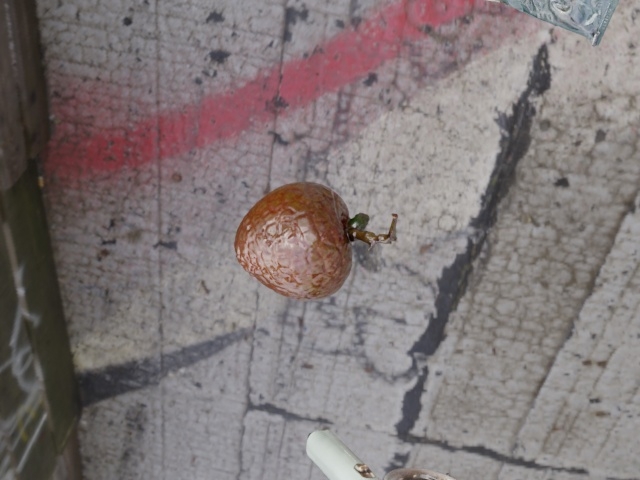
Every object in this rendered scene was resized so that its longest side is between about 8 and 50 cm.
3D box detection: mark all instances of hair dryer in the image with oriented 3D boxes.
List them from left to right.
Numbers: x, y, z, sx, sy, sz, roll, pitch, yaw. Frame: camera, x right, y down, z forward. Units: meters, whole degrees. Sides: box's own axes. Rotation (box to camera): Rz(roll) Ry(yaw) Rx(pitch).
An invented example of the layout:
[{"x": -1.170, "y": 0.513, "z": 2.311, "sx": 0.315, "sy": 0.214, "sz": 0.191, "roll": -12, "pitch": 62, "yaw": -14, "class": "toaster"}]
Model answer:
[{"x": 0.039, "y": 0.244, "z": 0.701, "sx": 0.073, "sy": 0.236, "sz": 0.131, "roll": 2, "pitch": 102, "yaw": -30, "class": "hair dryer"}]

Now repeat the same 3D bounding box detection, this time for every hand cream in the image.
[{"x": 0.246, "y": -0.318, "z": 0.960, "sx": 0.248, "sy": 0.052, "sz": 0.075, "roll": 26, "pitch": 136, "yaw": 21, "class": "hand cream"}]

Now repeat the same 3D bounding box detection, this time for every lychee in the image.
[{"x": -0.005, "y": 0.004, "z": 0.648, "sx": 0.140, "sy": 0.114, "sz": 0.101, "roll": 16, "pitch": 100, "yaw": 13, "class": "lychee"}]
